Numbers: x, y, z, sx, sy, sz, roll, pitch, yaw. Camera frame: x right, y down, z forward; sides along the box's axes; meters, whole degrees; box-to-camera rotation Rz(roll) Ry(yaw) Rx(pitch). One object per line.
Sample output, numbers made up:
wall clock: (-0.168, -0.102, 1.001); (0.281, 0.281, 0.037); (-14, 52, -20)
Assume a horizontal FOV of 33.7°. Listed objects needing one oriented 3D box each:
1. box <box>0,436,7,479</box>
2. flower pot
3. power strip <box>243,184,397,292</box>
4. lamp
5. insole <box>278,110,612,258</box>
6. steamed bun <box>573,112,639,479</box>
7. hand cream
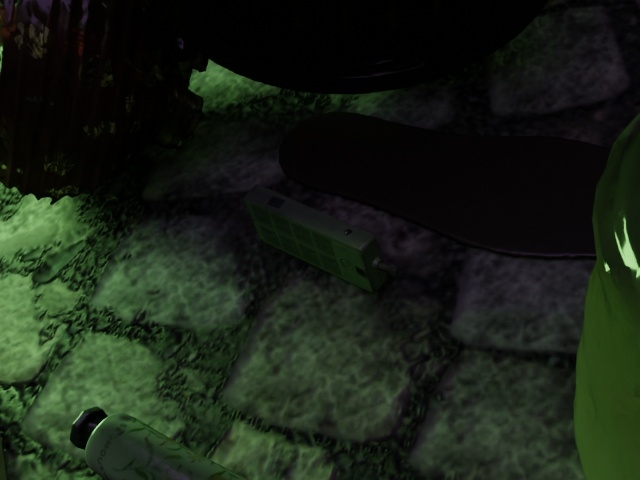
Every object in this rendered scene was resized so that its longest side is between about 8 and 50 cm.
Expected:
box: (-0.319, 0.195, 0.695); (0.212, 0.095, 0.168); (-26, 50, 0)
flower pot: (0.015, -0.325, 0.811); (0.294, 0.293, 0.330); (-11, 63, 13)
power strip: (0.000, 0.000, 0.759); (0.136, 0.051, 0.019); (25, 58, 35)
lamp: (-0.204, -0.147, 0.852); (0.247, 0.247, 0.247); (-11, 49, 13)
insole: (0.105, -0.046, 0.785); (0.328, 0.007, 0.111); (15, 58, 31)
steamed bun: (0.268, 0.008, 0.472); (0.352, 0.247, 0.339); (-16, 44, 48)
hand cream: (-0.082, 0.159, 0.666); (0.195, 0.042, 0.067); (24, 62, 30)
